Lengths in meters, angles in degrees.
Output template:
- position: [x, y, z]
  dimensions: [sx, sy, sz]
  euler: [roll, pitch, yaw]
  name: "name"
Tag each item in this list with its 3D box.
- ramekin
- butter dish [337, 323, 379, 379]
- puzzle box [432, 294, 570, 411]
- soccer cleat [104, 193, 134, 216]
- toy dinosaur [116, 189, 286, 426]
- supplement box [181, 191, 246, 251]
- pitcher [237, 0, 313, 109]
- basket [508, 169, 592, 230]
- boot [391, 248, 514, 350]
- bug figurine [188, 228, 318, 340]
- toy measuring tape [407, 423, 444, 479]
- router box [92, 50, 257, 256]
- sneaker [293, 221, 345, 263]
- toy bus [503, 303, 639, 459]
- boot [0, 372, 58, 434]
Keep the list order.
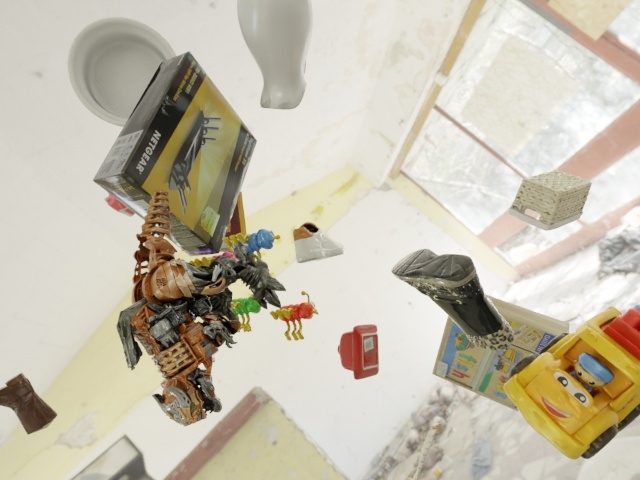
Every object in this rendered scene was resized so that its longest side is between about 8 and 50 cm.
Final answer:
- position: [-0.530, -0.450, 1.157]
  dimensions: [0.277, 0.277, 0.135]
  euler: [-46, 19, -7]
  name: "ramekin"
- position: [0.107, 0.343, 1.302]
  dimensions: [0.118, 0.160, 0.160]
  euler: [-6, -11, 36]
  name: "butter dish"
- position: [0.475, 0.313, 1.160]
  dimensions: [0.052, 0.271, 0.409]
  euler: [-53, -28, -37]
  name: "puzzle box"
- position: [-0.624, -0.186, 1.357]
  dimensions: [0.083, 0.248, 0.095]
  euler: [-22, -44, 20]
  name: "soccer cleat"
- position: [-0.183, 0.077, 0.592]
  dimensions: [0.164, 0.322, 0.218]
  euler: [-6, -4, 38]
  name: "toy dinosaur"
- position: [-0.379, -0.071, 1.456]
  dimensions: [0.194, 0.192, 0.129]
  euler: [3, -24, -33]
  name: "supplement box"
- position: [-0.067, -0.366, 0.740]
  dimensions: [0.178, 0.125, 0.207]
  euler: [-72, -17, -45]
  name: "pitcher"
- position: [0.574, -0.105, 1.037]
  dimensions: [0.167, 0.113, 0.103]
  euler: [-15, -56, -31]
  name: "basket"
- position: [0.241, 0.109, 0.790]
  dimensions: [0.085, 0.179, 0.236]
  euler: [-40, 12, -13]
  name: "boot"
- position: [-0.132, 0.086, 0.839]
  dimensions: [0.216, 0.279, 0.072]
  euler: [-10, 34, 24]
  name: "bug figurine"
- position: [0.270, 0.635, 1.031]
  dimensions: [0.330, 0.121, 0.121]
  euler: [-59, -6, -21]
  name: "toy measuring tape"
- position: [-0.253, -0.161, 0.805]
  dimensions: [0.243, 0.080, 0.309]
  euler: [51, -139, -48]
  name: "router box"
- position: [0.000, 0.000, 1.301]
  dimensions: [0.105, 0.123, 0.290]
  euler: [-16, -6, 18]
  name: "sneaker"
- position: [0.412, 0.181, 0.603]
  dimensions: [0.220, 0.149, 0.212]
  euler: [-10, -44, -35]
  name: "toy bus"
- position: [-0.557, 0.316, 0.755]
  dimensions: [0.106, 0.114, 0.037]
  euler: [-33, 12, -17]
  name: "boot"
